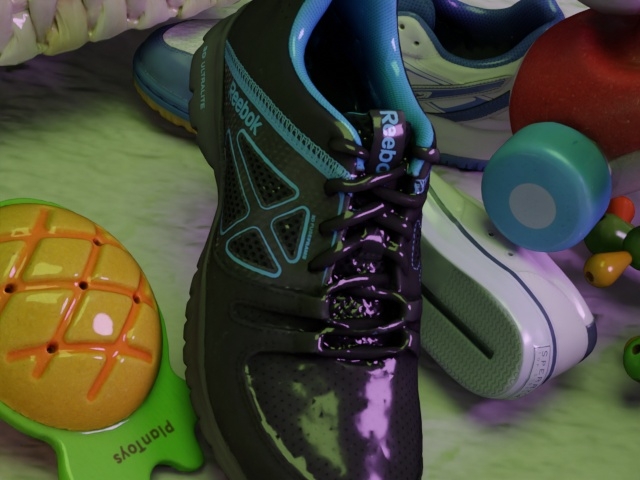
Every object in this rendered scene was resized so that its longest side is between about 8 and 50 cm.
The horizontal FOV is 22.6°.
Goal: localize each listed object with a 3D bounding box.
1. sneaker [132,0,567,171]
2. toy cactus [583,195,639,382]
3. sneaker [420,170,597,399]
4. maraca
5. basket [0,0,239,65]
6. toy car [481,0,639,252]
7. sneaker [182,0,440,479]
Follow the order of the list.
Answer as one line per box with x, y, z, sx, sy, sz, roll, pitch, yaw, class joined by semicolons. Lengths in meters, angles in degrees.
0.024;-0.133;1.081;0.296;0.131;0.112;3;46;-8;sneaker
0.256;0.017;1.011;0.180;0.112;0.219;26;34;0;toy cactus
0.066;0.000;0.995;0.091;0.094;0.258;-6;47;-45;sneaker
-0.134;0.059;0.871;0.127;0.099;0.186;-33;85;-36;maraca
-0.206;-0.315;1.029;0.328;0.331;0.266;-20;39;-26;basket
0.176;-0.155;0.943;0.219;0.210;0.238;-42;109;-48;toy car
0.000;0.000;0.871;0.125;0.139;0.341;3;67;-31;sneaker
